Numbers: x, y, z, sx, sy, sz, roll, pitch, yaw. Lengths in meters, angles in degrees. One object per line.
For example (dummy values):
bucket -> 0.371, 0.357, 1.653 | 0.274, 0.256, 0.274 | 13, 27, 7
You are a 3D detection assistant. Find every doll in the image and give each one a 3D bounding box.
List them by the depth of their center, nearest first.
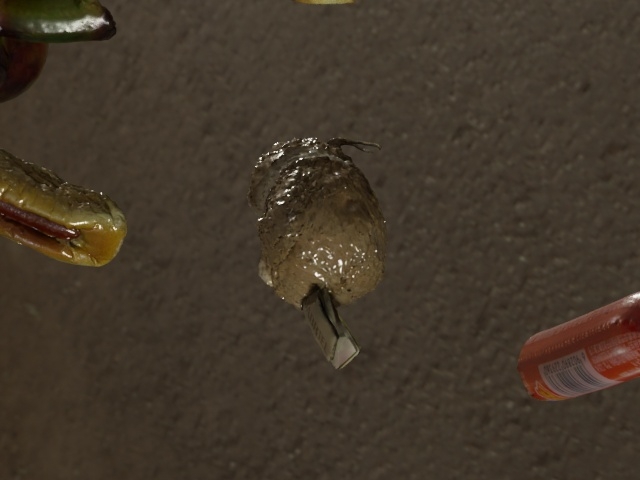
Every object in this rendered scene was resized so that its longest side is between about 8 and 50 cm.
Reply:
doll -> -0.003, -0.002, 1.107 | 0.115, 0.105, 0.221 | -34, 33, 24

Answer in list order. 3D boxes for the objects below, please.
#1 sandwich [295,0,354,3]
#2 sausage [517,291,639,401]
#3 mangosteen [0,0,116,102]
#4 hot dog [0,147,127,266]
sandwich -> 0.003, -0.395, 1.730 | 0.254, 0.100, 0.288 | 12, 36, 29
sausage -> 0.260, 0.095, 1.257 | 0.274, 0.074, 0.074 | 133, 154, -71
mangosteen -> -0.231, -0.153, 0.807 | 0.194, 0.230, 0.194 | -59, -5, -9
hot dog -> -0.333, -0.042, 1.541 | 0.084, 0.242, 0.073 | -66, -4, 32
